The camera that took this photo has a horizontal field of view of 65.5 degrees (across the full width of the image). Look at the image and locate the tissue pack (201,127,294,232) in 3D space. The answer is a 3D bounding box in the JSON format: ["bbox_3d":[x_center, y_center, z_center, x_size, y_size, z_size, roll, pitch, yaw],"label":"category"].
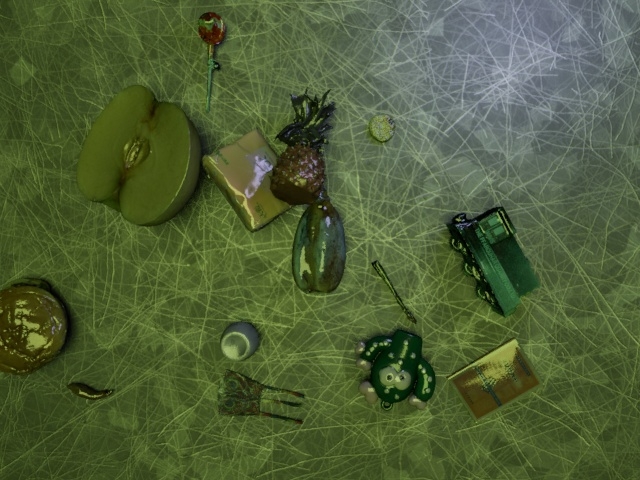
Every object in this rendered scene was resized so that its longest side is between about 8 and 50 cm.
[{"bbox_3d":[-0.195,-0.172,1.458,0.215,0.123,0.257,-37,93,-27],"label":"tissue pack"}]

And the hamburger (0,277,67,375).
[{"bbox_3d":[-0.938,0.272,1.559,0.265,0.134,0.285,-35,93,7],"label":"hamburger"}]

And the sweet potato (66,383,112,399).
[{"bbox_3d":[-0.747,0.491,1.607,0.153,0.038,0.041,9,117,2],"label":"sweet potato"}]

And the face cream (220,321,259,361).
[{"bbox_3d":[-0.249,0.311,1.523,0.117,0.104,0.117,0,95,4],"label":"face cream"}]

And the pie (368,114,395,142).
[{"bbox_3d":[0.186,-0.336,1.494,0.085,0.017,0.085,0,94,3],"label":"pie"}]

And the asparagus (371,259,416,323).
[{"bbox_3d":[0.227,0.161,1.522,0.233,0.023,0.022,57,140,0],"label":"asparagus"}]

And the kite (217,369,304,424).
[{"bbox_3d":[-0.187,0.508,1.578,0.285,0.015,0.152,11,97,6],"label":"kite"}]

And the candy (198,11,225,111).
[{"bbox_3d":[-0.334,-0.535,1.499,0.078,0.084,0.288,6,101,0],"label":"candy"}]

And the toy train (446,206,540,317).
[{"bbox_3d":[0.503,0.053,1.439,0.178,0.138,0.330,-29,92,1],"label":"toy train"}]

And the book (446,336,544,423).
[{"bbox_3d":[0.532,0.429,1.516,0.241,0.018,0.170,-33,90,6],"label":"book"}]

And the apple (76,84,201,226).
[{"bbox_3d":[-0.503,-0.237,1.419,0.320,0.311,0.360,25,91,-24],"label":"apple"}]

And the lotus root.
[{"bbox_3d":[0.000,0.000,1.475,0.158,0.140,0.322,3,88,28],"label":"lotus root"}]

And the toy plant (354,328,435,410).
[{"bbox_3d":[0.224,0.391,1.490,0.232,0.112,0.243,-7,87,3],"label":"toy plant"}]

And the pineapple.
[{"bbox_3d":[-0.049,-0.278,1.411,0.165,0.165,0.365,6,67,4],"label":"pineapple"}]
